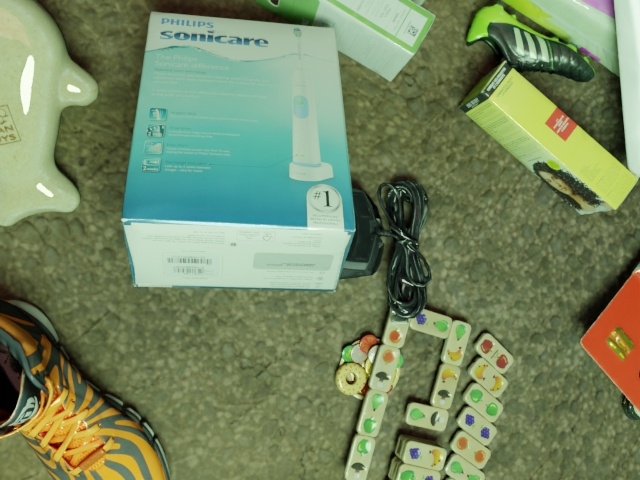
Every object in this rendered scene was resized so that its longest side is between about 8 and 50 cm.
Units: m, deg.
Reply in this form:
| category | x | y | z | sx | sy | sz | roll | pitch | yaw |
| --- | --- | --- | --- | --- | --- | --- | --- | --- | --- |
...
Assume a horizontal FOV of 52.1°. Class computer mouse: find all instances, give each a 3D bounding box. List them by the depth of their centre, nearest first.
| category | x | y | z | sx | sy | sz | roll | pitch | yaw |
| --- | --- | --- | --- | --- | --- | --- | --- | --- | --- |
| computer mouse | 0.000 | 0.000 | 0.814 | 0.272 | 0.072 | 0.188 | 9 | 69 | -15 |

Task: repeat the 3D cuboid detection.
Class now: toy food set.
| category | x | y | z | sx | sy | sz | roll | pitch | yaw |
| --- | --- | --- | --- | --- | --- | --- | --- | --- | --- |
| toy food set | 0.063 | 0.165 | 0.844 | 0.083 | 0.020 | 0.082 | 20 | 84 | -7 |

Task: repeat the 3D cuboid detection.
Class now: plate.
| category | x | y | z | sx | sy | sz | roll | pitch | yaw |
| --- | --- | --- | --- | --- | --- | --- | --- | --- | --- |
| plate | 0.498 | -0.247 | 0.849 | 0.277 | 0.045 | 0.277 | -22 | 111 | -23 |

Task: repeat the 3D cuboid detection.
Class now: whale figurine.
| category | x | y | z | sx | sy | sz | roll | pitch | yaw |
| --- | --- | --- | --- | --- | --- | --- | --- | --- | --- |
| whale figurine | -0.364 | -0.158 | 0.754 | 0.216 | 0.141 | 0.271 | -16 | 114 | -9 |

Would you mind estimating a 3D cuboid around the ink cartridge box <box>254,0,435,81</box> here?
| category | x | y | z | sx | sy | sz | roll | pitch | yaw |
| --- | --- | --- | --- | --- | --- | --- | --- | --- | --- |
| ink cartridge box | 0.027 | -0.289 | 0.814 | 0.209 | 0.109 | 0.062 | 29 | 83 | -6 |

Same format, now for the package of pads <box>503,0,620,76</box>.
| category | x | y | z | sx | sy | sz | roll | pitch | yaw |
| --- | --- | --- | --- | --- | --- | --- | --- | --- | --- |
| package of pads | 0.356 | -0.399 | 0.875 | 0.297 | 0.101 | 0.229 | 30 | 84 | -7 |

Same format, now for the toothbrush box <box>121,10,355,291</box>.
| category | x | y | z | sx | sy | sz | roll | pitch | yaw |
| --- | --- | --- | --- | --- | --- | --- | --- | --- | --- |
| toothbrush box | -0.087 | -0.102 | 0.717 | 0.217 | 0.126 | 0.295 | 1 | 57 | -9 |

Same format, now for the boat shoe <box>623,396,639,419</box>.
| category | x | y | z | sx | sy | sz | roll | pitch | yaw |
| --- | --- | --- | --- | --- | --- | --- | --- | --- | --- |
| boat shoe | 0.465 | 0.194 | 0.896 | 0.133 | 0.042 | 0.049 | -40 | 80 | -17 |

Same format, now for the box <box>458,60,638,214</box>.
| category | x | y | z | sx | sy | sz | roll | pitch | yaw |
| --- | --- | --- | --- | --- | --- | --- | --- | --- | --- |
| box | 0.296 | -0.130 | 0.861 | 0.232 | 0.087 | 0.058 | 40 | 82 | -4 |

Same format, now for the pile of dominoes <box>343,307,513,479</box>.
| category | x | y | z | sx | sy | sz | roll | pitch | yaw |
| --- | --- | --- | --- | --- | --- | --- | --- | --- | --- |
| pile of dominoes | 0.151 | 0.222 | 0.832 | 0.196 | 0.040 | 0.251 | 17 | 85 | -15 |

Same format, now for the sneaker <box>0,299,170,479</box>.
| category | x | y | z | sx | sy | sz | roll | pitch | yaw |
| --- | --- | --- | --- | --- | --- | --- | --- | --- | --- |
| sneaker | -0.293 | 0.203 | 0.706 | 0.125 | 0.180 | 0.321 | -43 | 94 | -8 |

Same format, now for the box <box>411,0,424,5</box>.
| category | x | y | z | sx | sy | sz | roll | pitch | yaw |
| --- | --- | --- | --- | --- | --- | --- | --- | --- | --- |
| box | 0.064 | -0.399 | 0.828 | 0.203 | 0.103 | 0.114 | 18 | 84 | -8 |

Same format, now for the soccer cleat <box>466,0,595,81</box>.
| category | x | y | z | sx | sy | sz | roll | pitch | yaw |
| --- | --- | --- | --- | --- | --- | --- | --- | --- | --- |
| soccer cleat | 0.280 | -0.250 | 0.883 | 0.179 | 0.060 | 0.072 | 29 | 93 | 0 |

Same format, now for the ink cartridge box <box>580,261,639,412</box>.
| category | x | y | z | sx | sy | sz | roll | pitch | yaw |
| --- | --- | --- | --- | --- | --- | --- | --- | --- | --- |
| ink cartridge box | 0.572 | 0.108 | 0.869 | 0.385 | 0.091 | 0.308 | -44 | 95 | -17 |
